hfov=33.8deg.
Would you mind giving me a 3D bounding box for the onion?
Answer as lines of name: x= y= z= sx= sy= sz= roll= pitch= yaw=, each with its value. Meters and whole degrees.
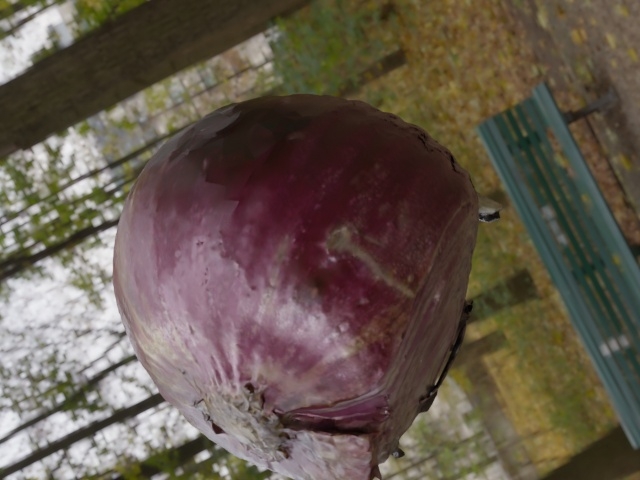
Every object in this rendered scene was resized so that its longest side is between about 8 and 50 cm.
onion: x=-0.018 y=0.013 z=0.696 sx=0.272 sy=0.256 sz=0.230 roll=-84 pitch=-21 yaw=-46
